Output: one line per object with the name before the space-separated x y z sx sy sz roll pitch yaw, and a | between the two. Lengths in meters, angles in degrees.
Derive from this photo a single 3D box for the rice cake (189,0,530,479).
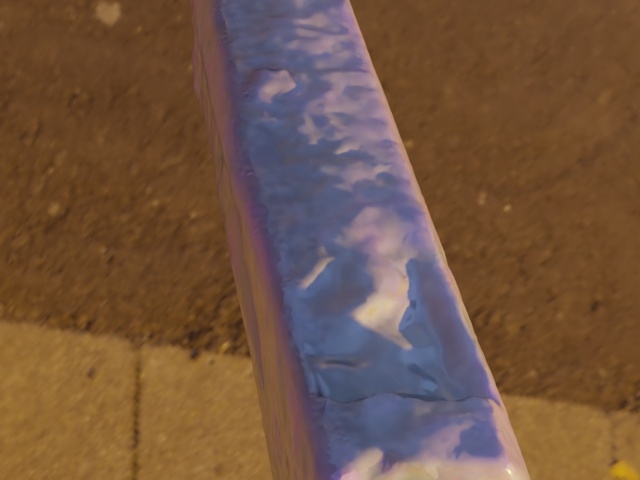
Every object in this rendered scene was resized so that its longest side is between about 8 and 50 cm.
rice cake | 0.000 -0.001 0.470 0.050 0.106 0.298 -9 39 -5
